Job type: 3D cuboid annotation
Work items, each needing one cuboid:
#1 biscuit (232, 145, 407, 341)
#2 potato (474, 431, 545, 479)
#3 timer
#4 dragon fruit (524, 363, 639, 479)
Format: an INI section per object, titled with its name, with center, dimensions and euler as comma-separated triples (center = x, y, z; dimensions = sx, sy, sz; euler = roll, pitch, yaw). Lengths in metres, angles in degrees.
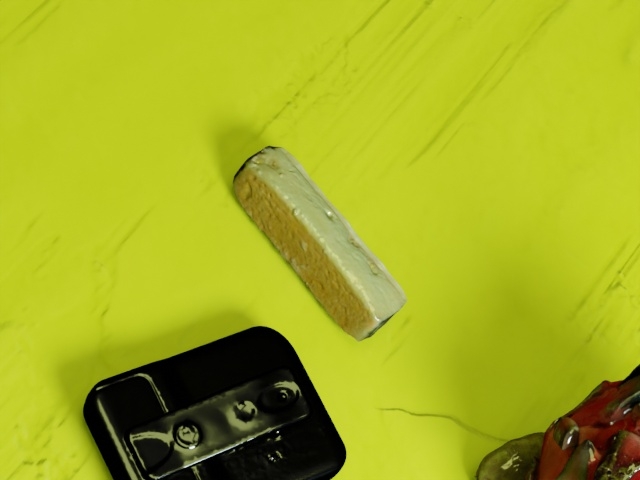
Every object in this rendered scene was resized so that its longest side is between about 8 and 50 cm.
[biscuit]
center = 0.000, 0.000, 1.702
dimensions = 0.056, 0.052, 0.188
euler = -26, 73, -46
[potato]
center = 0.171, 0.189, 1.661
dimensions = 0.092, 0.046, 0.045
euler = -17, 59, -26
[timer]
center = -0.083, 0.153, 1.588
dimensions = 0.187, 0.055, 0.144
euler = -19, 70, -27
[dragon fruit]
center = 0.261, 0.200, 1.582
dimensions = 0.192, 0.274, 0.193
euler = 4, 21, -18
